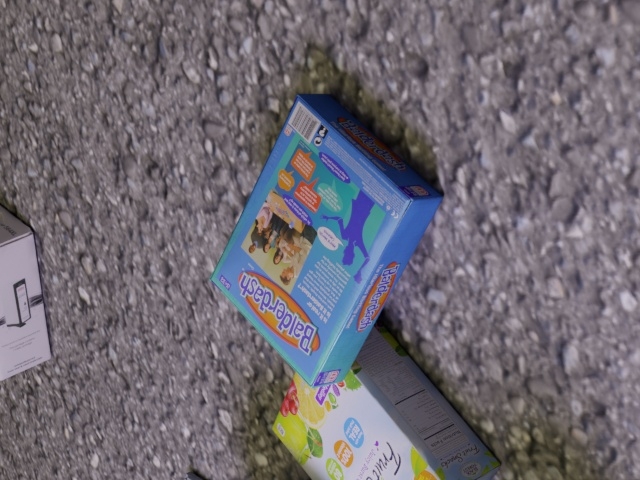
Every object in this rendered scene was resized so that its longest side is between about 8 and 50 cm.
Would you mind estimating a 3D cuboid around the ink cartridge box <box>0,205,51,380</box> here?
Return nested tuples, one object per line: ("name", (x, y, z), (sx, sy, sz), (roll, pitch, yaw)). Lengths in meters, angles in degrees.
("ink cartridge box", (-0.441, 0.060, 2.093), (0.148, 0.086, 0.203), (31, 134, 43))

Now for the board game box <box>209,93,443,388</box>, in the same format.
("board game box", (0.000, 0.000, 1.392), (0.160, 0.047, 0.210), (45, 122, 30))

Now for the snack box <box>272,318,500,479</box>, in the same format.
("snack box", (0.056, 0.193, 1.474), (0.207, 0.070, 0.174), (48, 142, 24))

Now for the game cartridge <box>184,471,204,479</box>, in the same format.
("game cartridge", (-0.139, 0.325, 1.893), (0.056, 0.017, 0.083), (28, 132, 49))
